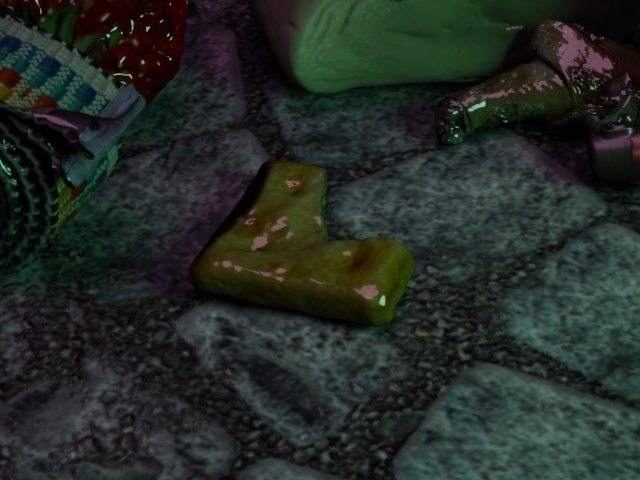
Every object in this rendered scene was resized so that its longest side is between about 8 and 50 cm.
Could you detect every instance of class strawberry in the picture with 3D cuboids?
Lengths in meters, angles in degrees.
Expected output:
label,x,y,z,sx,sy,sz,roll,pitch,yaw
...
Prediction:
label,x,y,z,sx,sy,sz,roll,pitch,yaw
strawberry,-0.247,-0.247,1.583,0.257,0.257,0.277,-3,49,2

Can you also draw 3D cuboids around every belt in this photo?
label,x,y,z,sx,sy,sz,roll,pitch,yaw
belt,-0.313,-0.078,1.413,0.295,0.206,0.160,19,38,6

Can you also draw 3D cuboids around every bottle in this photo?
label,x,y,z,sx,sy,sz,roll,pitch,yaw
bottle,0.309,-0.075,1.451,0.164,0.060,0.060,-2,38,5

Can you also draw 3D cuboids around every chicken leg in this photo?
label,x,y,z,sx,sy,sz,roll,pitch,yaw
chicken leg,0.200,-0.139,1.534,0.196,0.080,0.125,3,53,10

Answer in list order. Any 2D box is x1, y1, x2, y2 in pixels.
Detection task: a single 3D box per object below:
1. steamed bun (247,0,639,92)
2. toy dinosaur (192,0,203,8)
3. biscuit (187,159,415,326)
label,x,y,z,sx,sy,sz,roll,pitch,yaw
steamed bun,0.119,-0.299,1.616,0.384,0.236,0.247,-10,37,-8
toy dinosaur,-0.182,-0.283,1.795,0.106,0.044,0.187,-17,50,6
biscuit,0.000,0.000,1.408,0.183,0.039,0.174,13,39,22
